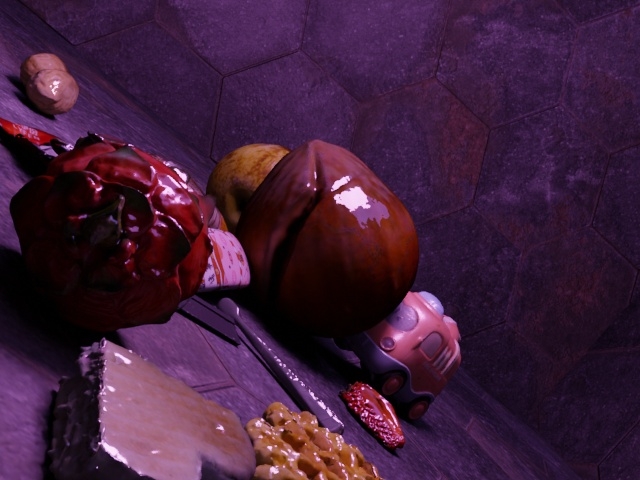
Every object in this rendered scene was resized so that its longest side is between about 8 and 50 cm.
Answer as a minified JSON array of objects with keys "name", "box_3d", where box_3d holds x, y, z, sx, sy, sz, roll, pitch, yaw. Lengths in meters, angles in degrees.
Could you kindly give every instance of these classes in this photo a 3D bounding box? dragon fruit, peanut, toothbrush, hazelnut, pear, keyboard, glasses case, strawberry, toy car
[{"name":"dragon fruit","box_3d":[-0.204,-0.008,0.795,0.192,0.193,0.274,11,7,-4]},{"name":"peanut","box_3d":[-0.543,-0.314,1.555,0.103,0.098,0.229,-9,30,-25]},{"name":"toothbrush","box_3d":[-0.063,0.183,1.138,0.297,0.030,0.030,43,-5,34]},{"name":"hazelnut","box_3d":[0.000,0.000,1.484,0.359,0.359,0.409,40,-1,-10]},{"name":"pear","box_3d":[-0.126,-0.099,1.811,0.283,0.283,0.283,40,4,-4]},{"name":"keyboard","box_3d":[-0.188,0.090,1.089,0.195,0.018,0.060,37,13,-35]},{"name":"glasses case","box_3d":[-0.175,0.034,1.240,0.266,0.067,0.103,6,62,-78]},{"name":"strawberry","box_3d":[0.092,0.288,1.302,0.152,0.048,0.104,40,6,38]},{"name":"toy car","box_3d":[0.175,0.211,1.574,0.270,0.212,0.180,48,-1,-44]}]

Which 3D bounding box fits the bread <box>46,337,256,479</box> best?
[{"name":"bread","box_3d":[-0.142,0.146,0.596,0.172,0.064,0.232,42,3,18]}]

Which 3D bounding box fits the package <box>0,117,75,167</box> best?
[{"name":"package","box_3d":[-0.388,-0.118,1.183,0.269,0.071,0.194,27,-8,42]}]

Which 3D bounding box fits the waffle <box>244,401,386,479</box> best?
[{"name":"waffle","box_3d":[0.041,0.287,0.801,0.307,0.060,0.312,41,6,-1]}]

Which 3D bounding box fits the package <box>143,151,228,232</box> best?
[{"name":"package","box_3d":[-0.268,-0.074,1.452,0.223,0.108,0.288,43,2,10]}]
